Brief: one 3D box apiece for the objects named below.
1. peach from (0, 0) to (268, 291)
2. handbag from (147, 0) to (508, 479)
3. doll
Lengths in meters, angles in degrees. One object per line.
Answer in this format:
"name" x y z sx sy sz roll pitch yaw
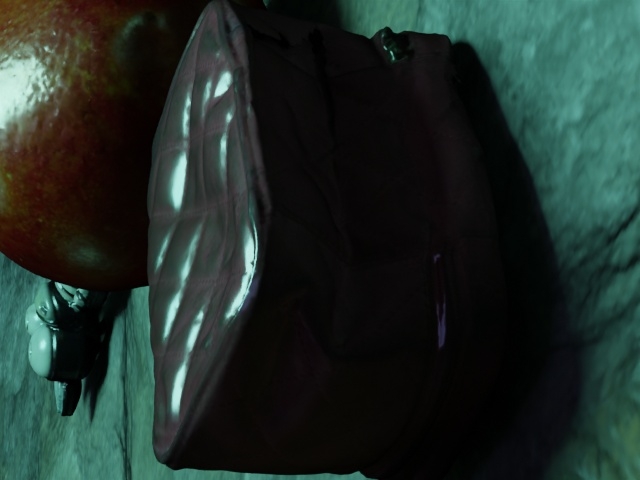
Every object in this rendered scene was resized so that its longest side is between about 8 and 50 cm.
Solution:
"peach" -0.113 -0.085 0.968 0.243 0.199 0.243 -53 25 38
"handbag" 0.000 0.000 0.729 0.225 0.135 0.146 -99 24 -47
"doll" -0.202 0.047 1.362 0.091 0.067 0.219 -116 36 -50
